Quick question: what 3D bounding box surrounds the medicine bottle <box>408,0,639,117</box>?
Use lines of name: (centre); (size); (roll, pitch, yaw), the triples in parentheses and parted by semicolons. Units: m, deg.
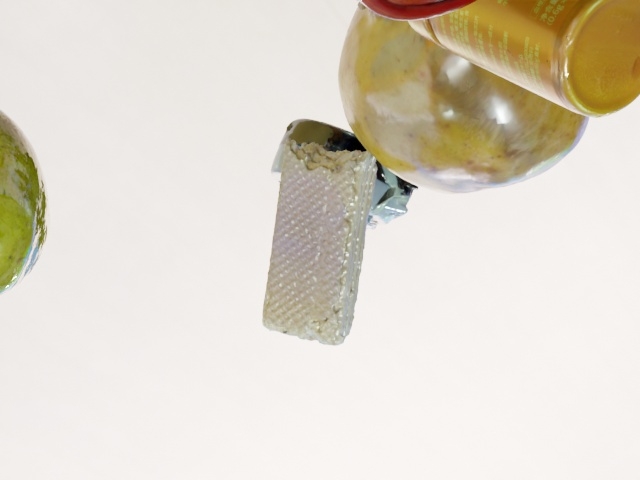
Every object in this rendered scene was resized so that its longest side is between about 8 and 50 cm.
medicine bottle: (0.149, -0.161, 1.324); (0.096, 0.192, 0.096); (-15, 120, -28)

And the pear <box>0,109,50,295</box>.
pear: (-0.311, -0.029, 1.482); (0.198, 0.198, 0.198); (-25, 151, -16)

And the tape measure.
tape measure: (0.027, -0.083, 2.369); (0.182, 0.181, 0.107); (167, -55, -79)

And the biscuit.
biscuit: (0.000, 0.000, 2.169); (0.062, 0.108, 0.239); (-20, 120, -65)

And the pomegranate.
pomegranate: (0.165, -0.189, 2.052); (0.307, 0.307, 0.307); (-25, 151, -16)

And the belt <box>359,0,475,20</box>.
belt: (0.104, -0.298, 1.191); (0.324, 0.115, 0.227); (-48, 146, -1)
